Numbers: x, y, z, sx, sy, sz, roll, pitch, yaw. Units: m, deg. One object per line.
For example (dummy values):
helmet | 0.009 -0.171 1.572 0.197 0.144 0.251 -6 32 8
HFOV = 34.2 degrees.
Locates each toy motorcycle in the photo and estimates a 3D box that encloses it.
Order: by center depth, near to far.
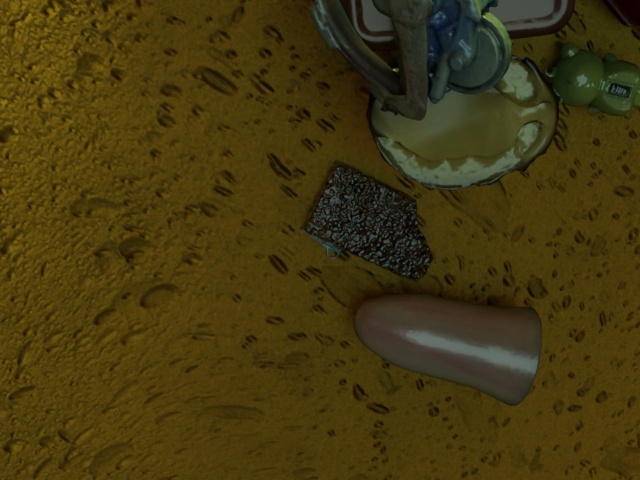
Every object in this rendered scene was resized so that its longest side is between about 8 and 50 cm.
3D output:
toy motorcycle | 0.100 -0.312 1.300 0.241 0.182 0.319 -15 110 6

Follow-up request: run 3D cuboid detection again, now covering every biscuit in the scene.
biscuit | 0.099 -0.027 1.731 0.236 0.026 0.131 25 100 -19

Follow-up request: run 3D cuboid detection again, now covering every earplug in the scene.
earplug | 0.200 0.166 1.757 0.301 0.172 0.172 13 105 -9

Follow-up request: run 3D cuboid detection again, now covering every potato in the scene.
potato | 0.206 -0.205 1.598 0.285 0.242 0.243 -11 110 -1

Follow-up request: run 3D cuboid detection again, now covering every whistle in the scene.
whistle | 0.471 -0.255 1.706 0.227 0.085 0.105 10 106 -14

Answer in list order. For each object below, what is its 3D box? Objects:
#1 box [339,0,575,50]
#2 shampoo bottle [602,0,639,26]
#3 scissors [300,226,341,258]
box | 0.183 -0.406 1.484 0.339 0.229 0.240 -5 109 2
shampoo bottle | 0.483 -0.410 1.632 0.102 0.064 0.260 -37 131 23
scissors | 0.000 0.000 1.731 0.083 0.006 0.036 31 98 -19
